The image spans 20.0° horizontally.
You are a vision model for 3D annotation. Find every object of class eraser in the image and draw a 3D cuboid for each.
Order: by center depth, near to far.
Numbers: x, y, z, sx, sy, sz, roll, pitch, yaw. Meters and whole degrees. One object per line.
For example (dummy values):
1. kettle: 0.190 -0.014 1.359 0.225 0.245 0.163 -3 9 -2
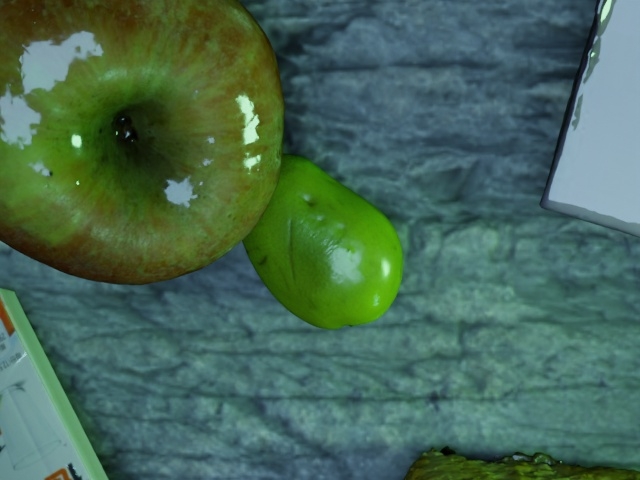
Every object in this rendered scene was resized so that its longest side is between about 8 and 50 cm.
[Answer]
1. eraser: 0.385 -0.106 1.480 0.359 0.122 0.272 15 102 5

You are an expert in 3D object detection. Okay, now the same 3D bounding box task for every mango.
1. mango: -0.003 0.006 1.565 0.163 0.089 0.117 38 110 12

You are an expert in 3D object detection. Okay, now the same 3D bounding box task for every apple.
1. apple: -0.181 -0.114 1.494 0.277 0.250 0.309 -44 110 2

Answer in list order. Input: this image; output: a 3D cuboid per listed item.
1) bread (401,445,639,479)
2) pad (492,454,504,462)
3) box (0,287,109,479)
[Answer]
1. bread: 0.184 0.275 1.543 0.261 0.147 0.160 8 100 5
2. pad: 0.228 0.269 1.613 0.188 0.006 0.113 17 100 4
3. box: -0.332 0.222 1.617 0.273 0.048 0.265 -32 77 9
